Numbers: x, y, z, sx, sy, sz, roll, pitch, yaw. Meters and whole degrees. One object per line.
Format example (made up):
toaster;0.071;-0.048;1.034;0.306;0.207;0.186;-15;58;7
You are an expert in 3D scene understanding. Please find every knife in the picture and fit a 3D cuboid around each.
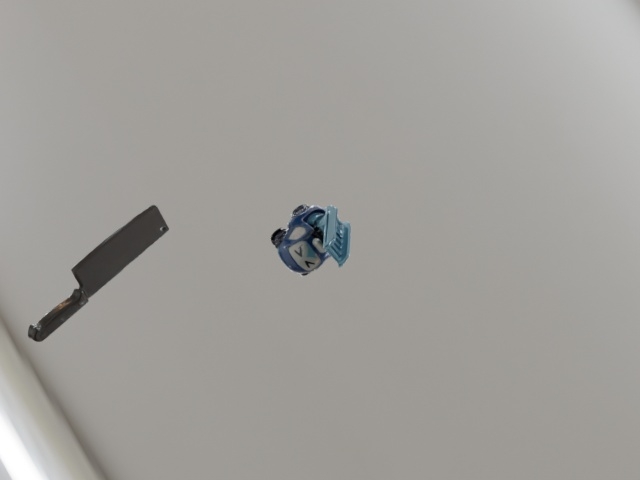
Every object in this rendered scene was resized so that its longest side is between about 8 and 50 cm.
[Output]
knife;-0.307;0.042;2.357;0.019;0.245;0.072;36;-18;37

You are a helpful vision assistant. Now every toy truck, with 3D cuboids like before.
toy truck;0.000;0.000;1.766;0.056;0.073;0.090;48;-23;-25
